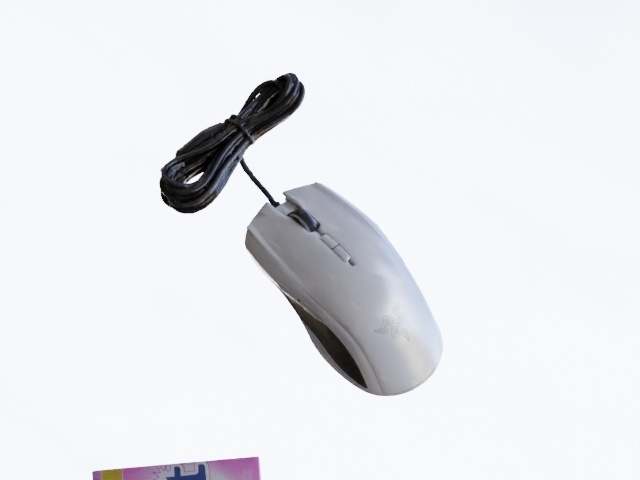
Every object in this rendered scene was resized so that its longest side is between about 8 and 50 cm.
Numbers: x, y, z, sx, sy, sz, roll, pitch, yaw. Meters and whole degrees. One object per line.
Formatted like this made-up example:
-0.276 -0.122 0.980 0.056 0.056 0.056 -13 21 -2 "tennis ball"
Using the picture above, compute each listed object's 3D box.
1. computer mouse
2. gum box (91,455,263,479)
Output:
0.000 0.000 1.082 0.193 0.106 0.042 49 -23 13 "computer mouse"
-0.083 0.236 1.216 0.107 0.188 0.062 -5 -25 -1 "gum box"
